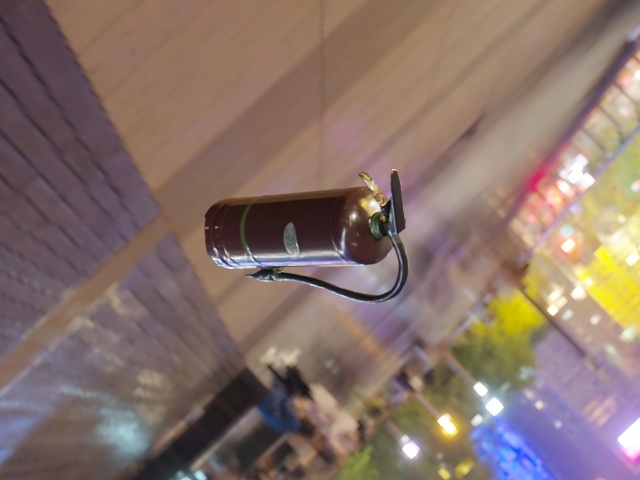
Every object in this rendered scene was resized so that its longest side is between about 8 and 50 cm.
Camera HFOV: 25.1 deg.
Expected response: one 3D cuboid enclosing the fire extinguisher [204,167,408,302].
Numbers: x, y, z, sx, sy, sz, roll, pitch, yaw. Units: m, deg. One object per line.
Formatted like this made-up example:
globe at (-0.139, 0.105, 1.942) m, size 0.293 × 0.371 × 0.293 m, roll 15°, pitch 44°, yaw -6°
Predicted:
fire extinguisher at (0.000, 0.000, 0.804) m, size 0.157 × 0.078 × 0.045 m, roll -4°, pitch -153°, yaw 48°
